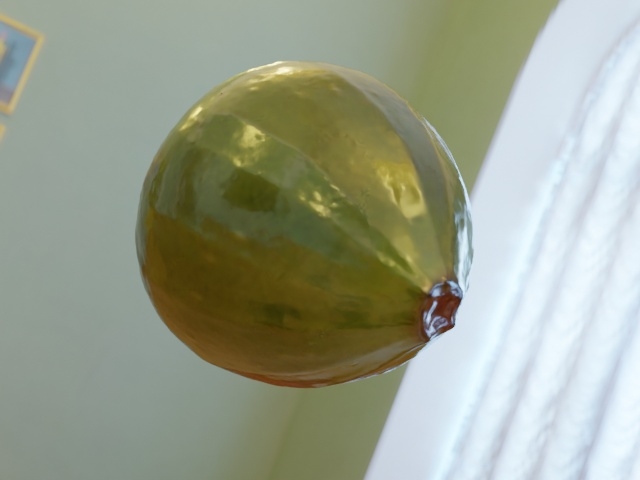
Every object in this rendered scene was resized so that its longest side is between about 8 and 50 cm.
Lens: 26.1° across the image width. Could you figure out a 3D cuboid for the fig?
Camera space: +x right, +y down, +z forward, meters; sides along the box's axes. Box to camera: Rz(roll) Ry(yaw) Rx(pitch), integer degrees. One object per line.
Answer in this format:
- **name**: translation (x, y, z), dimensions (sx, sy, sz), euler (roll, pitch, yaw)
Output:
- **fig**: translation (0.000, 0.000, 1.196), dimensions (0.316, 0.316, 0.316), euler (22, -6, 2)
